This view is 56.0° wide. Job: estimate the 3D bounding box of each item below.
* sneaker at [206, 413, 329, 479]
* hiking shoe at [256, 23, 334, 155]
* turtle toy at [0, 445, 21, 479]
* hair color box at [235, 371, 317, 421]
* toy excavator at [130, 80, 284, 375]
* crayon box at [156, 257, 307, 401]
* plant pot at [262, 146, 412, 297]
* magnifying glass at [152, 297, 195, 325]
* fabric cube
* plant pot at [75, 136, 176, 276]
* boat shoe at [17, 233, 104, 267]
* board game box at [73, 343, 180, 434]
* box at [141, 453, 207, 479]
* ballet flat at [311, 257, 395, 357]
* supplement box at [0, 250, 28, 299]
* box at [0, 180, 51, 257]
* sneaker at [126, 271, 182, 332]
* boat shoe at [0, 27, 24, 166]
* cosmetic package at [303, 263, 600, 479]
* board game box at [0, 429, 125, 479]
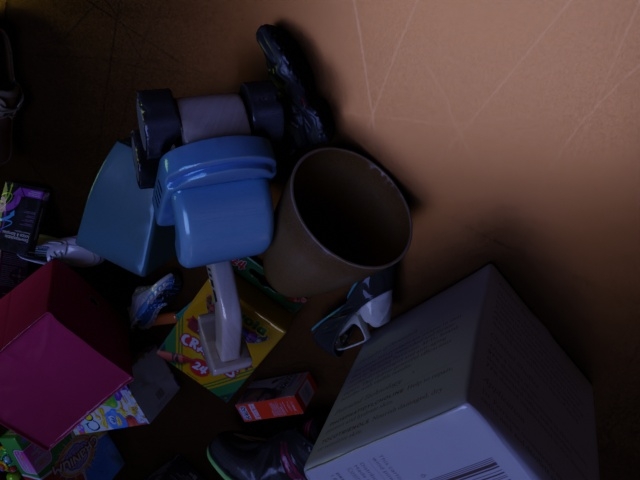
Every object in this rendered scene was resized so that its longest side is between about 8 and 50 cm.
[{"bbox_3d":[-0.035,0.492,1.406,0.482,0.185,0.203,2,99,18],"label":"sneaker"},{"bbox_3d":[-0.070,-0.257,1.052,0.114,0.086,0.227,-19,108,26],"label":"hiking shoe"},{"bbox_3d":[-1.014,0.732,1.973,0.095,0.066,0.130,-6,113,25],"label":"turtle toy"},{"bbox_3d":[-0.101,0.359,1.385,0.167,0.093,0.053,-18,107,29],"label":"hair color box"},{"bbox_3d":[-0.186,0.005,1.062,0.433,0.222,0.446,142,117,-66],"label":"toy excavator"},{"bbox_3d":[-0.200,0.190,1.325,0.202,0.081,0.319,36,118,-4],"label":"crayon box"},{"bbox_3d":[0.000,0.000,1.099,0.237,0.237,0.254,41,139,-2],"label":"plant pot"},{"bbox_3d":[-0.316,0.178,1.420,0.230,0.026,0.092,-9,112,27],"label":"magnifying glass"},{"bbox_3d":[-0.603,0.246,1.345,0.259,0.258,0.254,-39,120,-2],"label":"fabric cube"},{"bbox_3d":[-0.362,-0.087,1.224,0.165,0.165,0.234,24,115,9],"label":"plant pot"},{"bbox_3d":[-0.620,0.036,1.439,0.226,0.076,0.083,1,117,22],"label":"boat shoe"},{"bbox_3d":[-0.528,0.383,1.543,0.275,0.144,0.142,-17,108,28],"label":"board game box"},{"bbox_3d":[-0.493,0.817,1.656,0.179,0.312,0.343,45,124,-5],"label":"box"},{"bbox_3d":[0.084,0.142,1.192,0.096,0.095,0.280,53,134,18],"label":"ballet flat"},{"bbox_3d":[-0.781,0.079,1.470,0.104,0.080,0.188,-7,75,26],"label":"supplement box"},{"bbox_3d":[-0.703,-0.050,1.406,0.116,0.029,0.162,10,86,17],"label":"box"},{"bbox_3d":[-0.399,0.127,1.406,0.191,0.071,0.083,-45,62,22],"label":"sneaker"},{"bbox_3d":[-0.697,-0.302,1.271,0.116,0.123,0.325,13,122,13],"label":"boat shoe"},{"bbox_3d":[0.245,0.320,1.041,0.327,0.394,0.329,-36,98,32],"label":"cosmetic package"},{"bbox_3d":[-0.699,0.584,1.662,0.064,0.242,0.317,-10,113,26],"label":"board game box"}]
